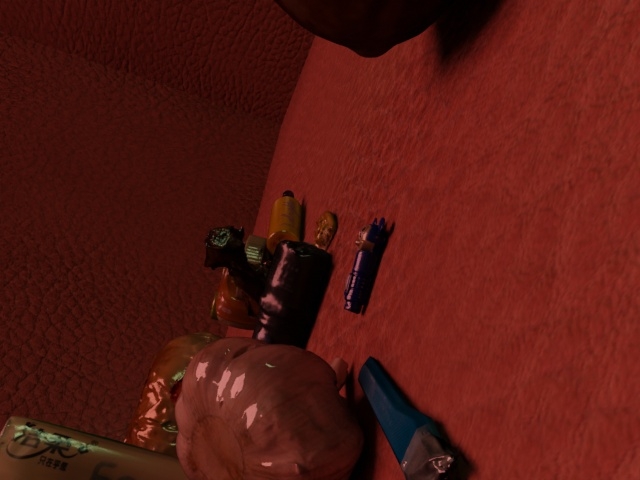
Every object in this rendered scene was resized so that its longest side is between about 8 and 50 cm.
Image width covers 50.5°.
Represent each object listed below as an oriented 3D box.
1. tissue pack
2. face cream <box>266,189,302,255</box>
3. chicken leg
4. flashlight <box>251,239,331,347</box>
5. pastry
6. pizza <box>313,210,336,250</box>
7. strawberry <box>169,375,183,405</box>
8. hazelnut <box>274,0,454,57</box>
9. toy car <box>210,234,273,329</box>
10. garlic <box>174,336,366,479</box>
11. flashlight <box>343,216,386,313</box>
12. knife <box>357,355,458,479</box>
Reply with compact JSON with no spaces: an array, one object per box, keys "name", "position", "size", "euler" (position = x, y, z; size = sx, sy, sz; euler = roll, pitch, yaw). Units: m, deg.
[{"name":"tissue pack","position":[-0.301,0.431,1.044],"size":[0.331,0.405,0.205],"euler":[123,165,-59]},{"name":"face cream","position":[-0.083,-0.052,1.649],"size":[0.273,0.078,0.078],"euler":[-89,19,-61]},{"name":"chicken leg","position":[-0.117,0.070,1.193],"size":[0.113,0.093,0.304],"euler":[-44,-35,-2]},{"name":"flashlight","position":[-0.089,0.204,1.150],"size":[0.103,0.103,0.423],"euler":[-123,51,-78]},{"name":"pastry","position":[-0.273,0.394,1.425],"size":[0.409,0.245,0.409],"euler":[-161,90,-78]},{"name":"pizza","position":[0.000,0.000,1.221],"size":[0.123,0.027,0.108],"euler":[-120,46,-77]},{"name":"strawberry","position":[-0.131,0.266,1.076],"size":[0.087,0.208,0.167],"euler":[-21,-32,-54]},{"name":"hazelnut","position":[0.053,-0.415,0.746],"size":[0.421,0.353,0.420],"euler":[-14,-90,-82]},{"name":"toy car","position":[-0.164,0.080,1.614],"size":[0.235,0.145,0.234],"euler":[-167,90,-86]},{"name":"garlic","position":[-0.028,0.189,0.719],"size":[0.212,0.219,0.218],"euler":[-20,-38,-47]},{"name":"flashlight","position":[0.051,0.028,0.827],"size":[0.057,0.036,0.121],"euler":[-175,102,-80]},{"name":"knife","position":[0.065,0.145,0.575],"size":[0.296,0.026,0.044],"euler":[-134,65,-83]}]
